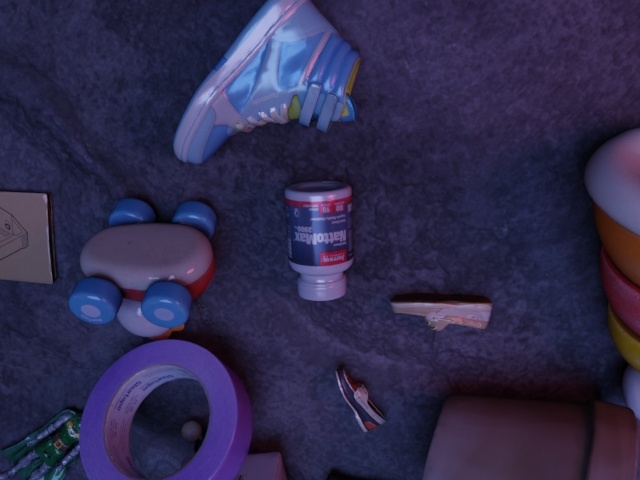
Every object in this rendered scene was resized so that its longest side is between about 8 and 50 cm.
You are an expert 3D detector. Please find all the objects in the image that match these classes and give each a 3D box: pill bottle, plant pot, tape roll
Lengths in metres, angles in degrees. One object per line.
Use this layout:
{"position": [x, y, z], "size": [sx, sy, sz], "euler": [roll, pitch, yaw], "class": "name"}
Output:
{"position": [0.000, 0.000, 1.009], "size": [0.108, 0.108, 0.180], "euler": [-1, 106, 6], "class": "pill bottle"}
{"position": [0.319, 0.385, 1.011], "size": [0.281, 0.323, 0.323], "euler": [14, 108, 19], "class": "plant pot"}
{"position": [-0.257, 0.310, 1.050], "size": [0.275, 0.090, 0.274], "euler": [-6, 62, 11], "class": "tape roll"}

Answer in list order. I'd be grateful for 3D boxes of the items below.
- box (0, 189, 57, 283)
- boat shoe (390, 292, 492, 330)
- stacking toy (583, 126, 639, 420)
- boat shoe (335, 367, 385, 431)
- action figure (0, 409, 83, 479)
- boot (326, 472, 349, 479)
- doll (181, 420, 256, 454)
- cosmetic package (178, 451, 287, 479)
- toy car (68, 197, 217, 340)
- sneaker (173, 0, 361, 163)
{"position": [-0.572, -0.010, 1.109], "size": [0.201, 0.021, 0.164], "euler": [4, 106, 5], "class": "box"}
{"position": [0.201, 0.124, 1.047], "size": [0.170, 0.063, 0.059], "euler": [2, 100, 4], "class": "boat shoe"}
{"position": [0.535, 0.097, 0.925], "size": [0.351, 0.350, 0.479], "euler": [2, 124, 5], "class": "stacking toy"}
{"position": [0.069, 0.280, 1.113], "size": [0.043, 0.049, 0.137], "euler": [-26, 104, 9], "class": "boat shoe"}
{"position": [-0.514, 0.400, 1.204], "size": [0.232, 0.063, 0.137], "euler": [-42, 95, 11], "class": "action figure"}
{"position": [0.043, 0.564, 1.181], "size": [0.176, 0.088, 0.244], "euler": [13, 99, 2], "class": "boot"}
{"position": [-0.175, 0.393, 1.171], "size": [0.189, 0.046, 0.129], "euler": [34, 114, -6], "class": "doll"}
{"position": [-0.137, 0.581, 1.138], "size": [0.197, 0.155, 0.365], "euler": [-6, 116, 7], "class": "cosmetic package"}
{"position": [-0.270, 0.088, 1.044], "size": [0.210, 0.219, 0.238], "euler": [2, 135, 4], "class": "toy car"}
{"position": [-0.067, -0.199, 0.950], "size": [0.208, 0.127, 0.319], "euler": [40, 107, -5], "class": "sneaker"}
